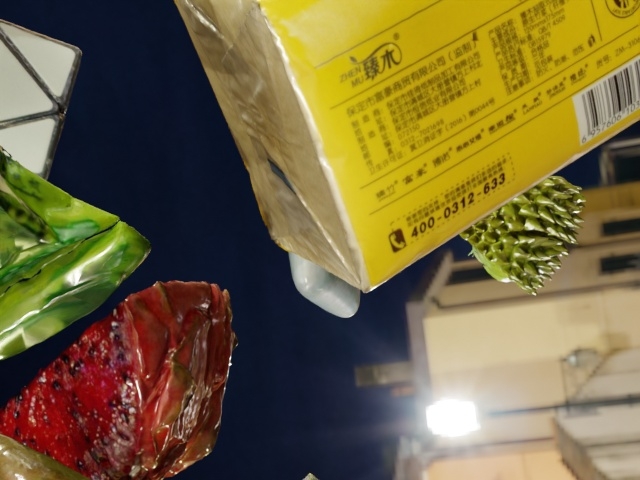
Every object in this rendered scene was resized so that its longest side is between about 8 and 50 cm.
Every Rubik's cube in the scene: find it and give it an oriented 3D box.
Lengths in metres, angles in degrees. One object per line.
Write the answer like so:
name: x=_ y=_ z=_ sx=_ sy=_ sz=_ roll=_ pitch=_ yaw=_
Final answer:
Rubik's cube: x=-0.354 y=-0.078 z=1.097 sx=0.207 sy=0.205 sz=0.205 roll=-89 pitch=24 yaw=-45

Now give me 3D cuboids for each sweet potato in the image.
sweet potato: x=-0.177 y=0.237 z=0.973 sx=0.244 sy=0.077 sz=0.077 roll=49 pitch=-161 yaw=3

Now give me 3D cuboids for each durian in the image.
durian: x=0.258 y=-0.023 z=1.636 sx=0.157 sy=0.169 sz=0.355 roll=-66 pitch=-22 yaw=-2

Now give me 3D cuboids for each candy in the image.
candy: x=0.000 y=0.000 z=1.501 sx=0.138 sy=0.071 sz=0.174 roll=37 pitch=-142 yaw=-58
candy: x=-0.237 y=-0.024 z=0.800 sx=0.246 sy=0.149 sz=0.069 roll=48 pitch=-166 yaw=-47

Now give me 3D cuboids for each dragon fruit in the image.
dragon fruit: x=-0.154 y=0.159 z=1.129 sx=0.205 sy=0.317 sz=0.152 roll=-19 pitch=-106 yaw=-47

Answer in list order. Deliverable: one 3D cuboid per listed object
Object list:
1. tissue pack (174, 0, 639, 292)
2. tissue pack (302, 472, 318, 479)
tissue pack: x=0.101 y=-0.177 z=1.104 sx=0.228 sy=0.382 sz=0.293 roll=25 pitch=142 yaw=56
tissue pack: x=0.002 y=0.334 z=1.480 sx=0.063 sy=0.035 sz=0.083 roll=52 pitch=-175 yaw=-26
